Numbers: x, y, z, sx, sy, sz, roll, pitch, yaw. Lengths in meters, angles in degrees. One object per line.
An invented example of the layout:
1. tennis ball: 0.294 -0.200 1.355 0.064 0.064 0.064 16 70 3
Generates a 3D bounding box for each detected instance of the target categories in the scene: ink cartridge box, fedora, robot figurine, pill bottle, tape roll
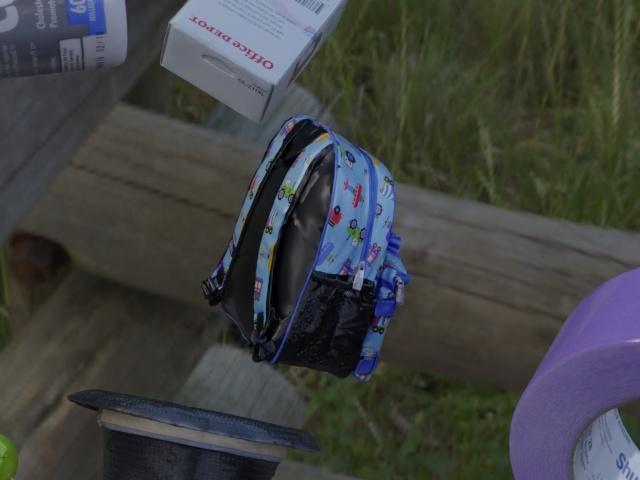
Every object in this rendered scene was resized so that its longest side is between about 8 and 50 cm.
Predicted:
1. ink cartridge box: -0.067 -0.224 1.469 0.127 0.072 0.175 32 55 4
2. fedora: -0.157 0.270 1.637 0.334 0.334 0.153 11 82 2
3. robot figurine: -0.376 0.234 1.525 0.115 0.101 0.067 11 45 28
4. pill bottle: -0.156 -0.106 0.607 0.137 0.078 0.078 -8 54 -11
5. tape roll: 0.269 0.148 0.940 0.274 0.275 0.090 26 47 14

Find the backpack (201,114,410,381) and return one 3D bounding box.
1. backpack: 0.000 0.000 1.066 0.117 0.173 0.158 13 12 -24
